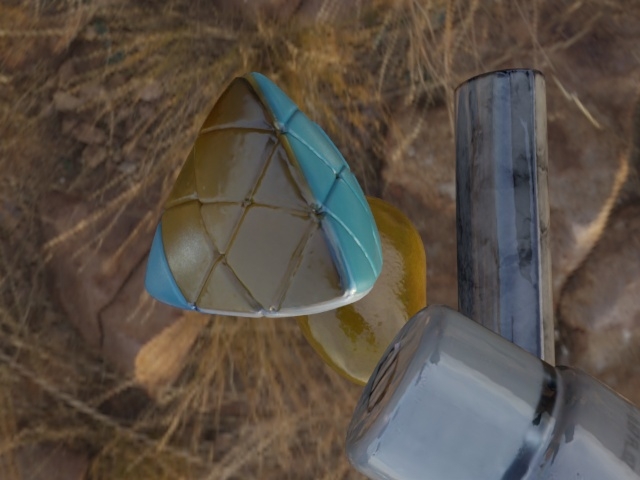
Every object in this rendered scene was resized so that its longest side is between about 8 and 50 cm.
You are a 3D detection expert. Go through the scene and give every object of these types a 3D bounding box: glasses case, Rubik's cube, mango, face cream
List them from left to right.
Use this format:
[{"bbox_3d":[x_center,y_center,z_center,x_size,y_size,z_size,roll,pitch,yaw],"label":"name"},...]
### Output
[{"bbox_3d":[0.000,0.000,1.257,0.254,0.254,0.254,-1,115,-2],"label":"Rubik's cube"},{"bbox_3d":[0.045,0.060,1.673,0.175,0.255,0.139,1,148,1],"label":"mango"},{"bbox_3d":[0.134,0.032,0.972,0.060,0.114,0.299,0,84,-10],"label":"glasses case"},{"bbox_3d":[0.161,0.134,0.579,0.314,0.143,0.089,29,120,-5],"label":"face cream"}]
